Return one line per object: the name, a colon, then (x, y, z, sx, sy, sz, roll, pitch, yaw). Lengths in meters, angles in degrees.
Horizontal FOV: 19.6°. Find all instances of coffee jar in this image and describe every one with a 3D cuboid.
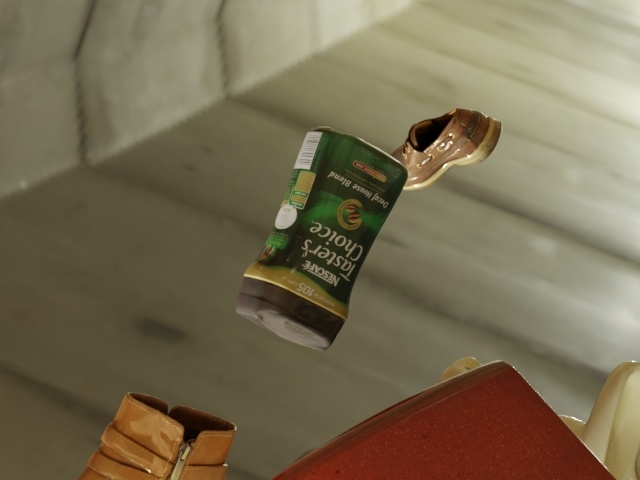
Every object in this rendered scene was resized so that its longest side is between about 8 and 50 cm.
coffee jar: (0.000, 0.000, 1.636, 0.079, 0.096, 0.184, 10, 75, 60)

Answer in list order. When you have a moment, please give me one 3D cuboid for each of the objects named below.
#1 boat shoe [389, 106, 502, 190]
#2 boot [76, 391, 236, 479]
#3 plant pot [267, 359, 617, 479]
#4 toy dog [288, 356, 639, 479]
boat shoe: (0.118, -0.103, 1.971, 0.178, 0.060, 0.064, -23, 42, 55)
boot: (-0.227, 0.259, 1.873, 0.220, 0.283, 0.109, -68, 28, 14)
plant pot: (0.099, 0.251, 1.463, 0.235, 0.267, 0.267, -39, -8, -25)
toy dog: (0.154, 0.322, 2.027, 0.284, 0.407, 0.395, 56, -133, -42)
